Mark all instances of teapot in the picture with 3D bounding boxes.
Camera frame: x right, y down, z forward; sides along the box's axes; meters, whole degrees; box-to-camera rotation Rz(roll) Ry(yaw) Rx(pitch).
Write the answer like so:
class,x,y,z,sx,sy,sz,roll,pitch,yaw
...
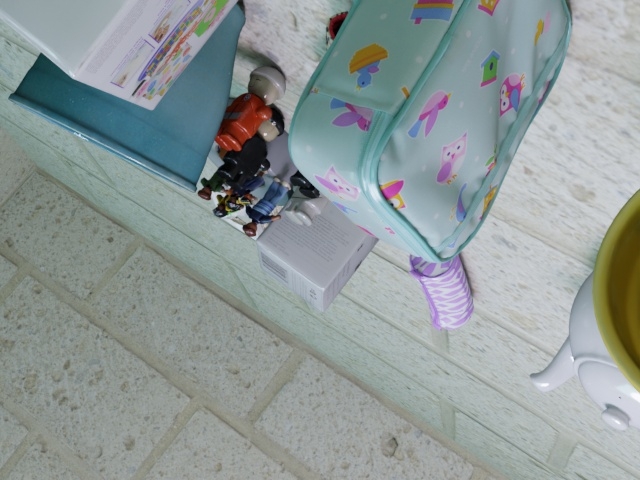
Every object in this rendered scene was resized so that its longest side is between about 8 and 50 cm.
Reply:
class,x,y,z,sx,sy,sz,roll,pitch,yaw
teapot,0.410,0.151,0.965,0.252,0.187,0.256,30,161,22

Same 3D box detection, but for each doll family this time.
class,x,y,z,sx,sy,sz,roll,pitch,yaw
doll family,-0.138,-0.076,1.368,0.193,0.111,0.076,17,154,50

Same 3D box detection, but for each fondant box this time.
class,x,y,z,sx,sy,sz,roll,pitch,yaw
fondant box,-0.161,-0.262,0.775,0.096,0.238,0.330,38,-177,-3

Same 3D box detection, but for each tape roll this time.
class,x,y,z,sx,sy,sz,roll,pitch,yaw
tape roll,-0.126,-0.161,1.441,0.219,0.072,0.219,35,163,12

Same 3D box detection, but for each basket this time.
class,x,y,z,sx,sy,sz,roll,pitch,yaw
basket,-0.150,-0.092,1.623,0.113,0.103,0.167,33,163,15

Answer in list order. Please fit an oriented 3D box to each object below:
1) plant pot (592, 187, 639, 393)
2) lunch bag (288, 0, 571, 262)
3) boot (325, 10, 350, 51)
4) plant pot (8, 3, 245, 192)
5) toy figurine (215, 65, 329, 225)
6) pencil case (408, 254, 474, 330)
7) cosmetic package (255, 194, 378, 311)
class,x,y,z,sx,sy,sz,roll,pitch,yaw
plant pot,0.401,0.073,0.707,0.254,0.254,0.239,24,173,38
lunch bag,0.111,-0.131,0.668,0.108,0.279,0.224,26,171,37
boot,0.089,-0.164,0.962,0.236,0.085,0.178,36,161,7
plant pot,-0.239,-0.239,1.072,0.272,0.255,0.271,26,178,1
toy figurine,-0.050,-0.145,1.219,0.209,0.148,0.213,29,161,8
pencil case,0.211,0.079,1.361,0.086,0.088,0.206,28,162,36
cosmetic package,0.000,0.000,1.413,0.151,0.183,0.151,35,164,12
